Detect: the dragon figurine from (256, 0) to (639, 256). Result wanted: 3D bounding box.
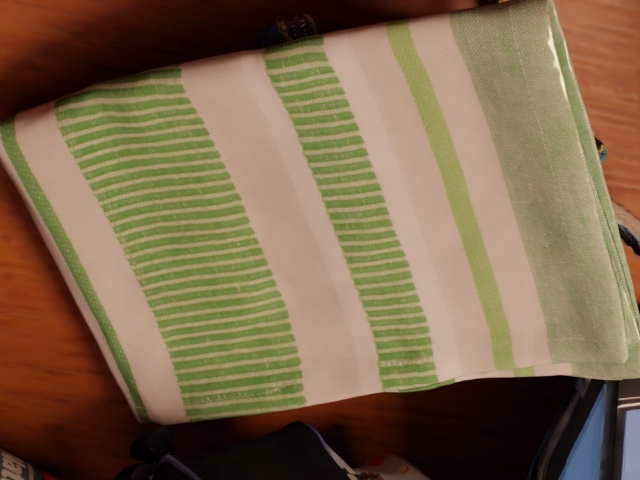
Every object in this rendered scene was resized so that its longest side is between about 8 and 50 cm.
[{"bbox_3d":[0.084,-0.044,0.984,0.144,0.085,0.289,-36,114,12],"label":"dragon figurine"}]

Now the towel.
[{"bbox_3d":[0.000,0.000,0.947,0.324,0.038,0.248,-8,126,22],"label":"towel"}]

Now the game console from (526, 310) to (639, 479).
[{"bbox_3d":[0.228,0.208,1.098,0.250,0.173,0.293,-5,119,-7],"label":"game console"}]

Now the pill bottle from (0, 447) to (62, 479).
[{"bbox_3d":[-0.203,0.185,1.045,0.180,0.108,0.108,33,108,-25],"label":"pill bottle"}]

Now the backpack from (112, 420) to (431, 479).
[{"bbox_3d":[0.004,0.266,1.005,0.213,0.276,0.263,-4,115,-26],"label":"backpack"}]
